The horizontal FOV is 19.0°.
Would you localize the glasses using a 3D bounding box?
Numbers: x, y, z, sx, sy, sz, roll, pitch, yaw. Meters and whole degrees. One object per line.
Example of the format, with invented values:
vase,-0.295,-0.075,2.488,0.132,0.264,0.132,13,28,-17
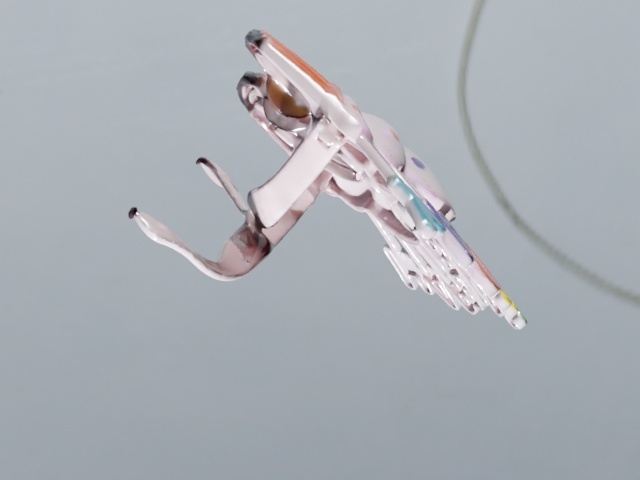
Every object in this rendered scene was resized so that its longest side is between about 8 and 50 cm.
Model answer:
glasses,0.009,-0.001,0.834,0.162,0.255,0.095,37,88,0
